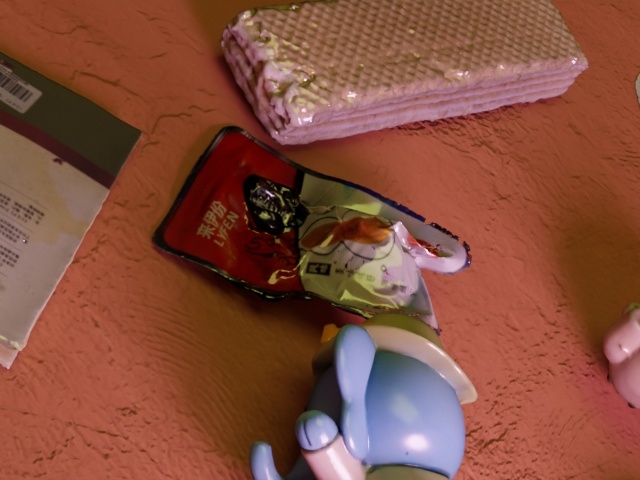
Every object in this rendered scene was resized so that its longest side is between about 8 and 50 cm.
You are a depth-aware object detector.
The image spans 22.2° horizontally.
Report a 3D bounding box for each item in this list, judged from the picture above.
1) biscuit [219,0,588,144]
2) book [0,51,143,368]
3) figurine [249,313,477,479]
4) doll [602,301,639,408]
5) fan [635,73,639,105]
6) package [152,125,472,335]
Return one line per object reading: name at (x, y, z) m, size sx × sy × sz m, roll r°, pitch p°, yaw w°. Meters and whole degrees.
biscuit at (0.096, -0.189, 1.681) m, size 0.426 × 0.078 × 0.144 m, roll -13°, pitch 63°, yaw -38°
book at (-0.285, -0.047, 1.370) m, size 0.201 × 0.026 × 0.289 m, roll 30°, pitch 45°, yaw -7°
figurine at (0.044, 0.173, 1.311) m, size 0.180 × 0.154 × 0.262 m, roll 37°, pitch 40°, yaw -16°
doll at (0.385, 0.166, 1.553) m, size 0.278 × 0.119 × 0.154 m, roll 47°, pitch 31°, yaw 1°
fan at (0.455, -0.090, 1.872) m, size 0.191 × 0.009 × 0.329 m, roll 16°, pitch 48°, yaw -21°
package at (0.000, 0.000, 1.486) m, size 0.269 × 0.071 × 0.194 m, roll 19°, pitch 34°, yaw 7°
